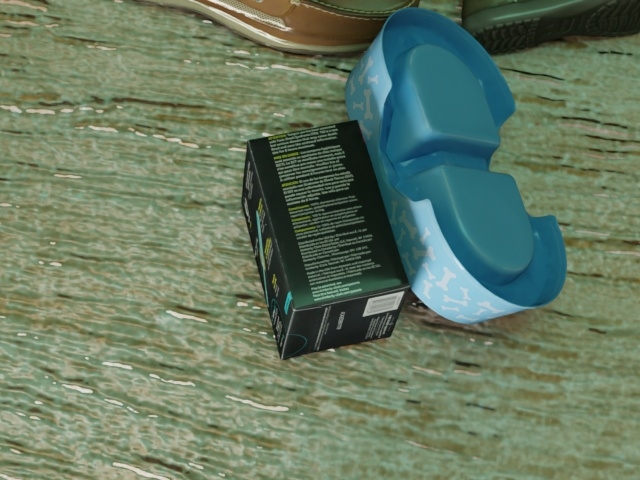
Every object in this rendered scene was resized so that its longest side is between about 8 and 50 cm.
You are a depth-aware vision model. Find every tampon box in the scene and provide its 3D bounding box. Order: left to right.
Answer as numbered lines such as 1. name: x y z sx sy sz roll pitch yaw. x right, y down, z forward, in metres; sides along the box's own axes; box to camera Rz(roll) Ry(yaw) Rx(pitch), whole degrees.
1. tampon box: 0.000 0.000 1.316 0.101 0.120 0.161 -11 67 -11

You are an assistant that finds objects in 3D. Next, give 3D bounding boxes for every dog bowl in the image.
1. dog bowl: 0.112 -0.061 1.353 0.166 0.074 0.297 5 59 -43

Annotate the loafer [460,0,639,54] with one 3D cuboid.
1. loafer: 0.250 -0.247 1.478 0.251 0.094 0.087 -10 71 -12

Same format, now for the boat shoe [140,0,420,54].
1. boat shoe: -0.063 -0.264 1.430 0.324 0.120 0.122 11 65 -2
